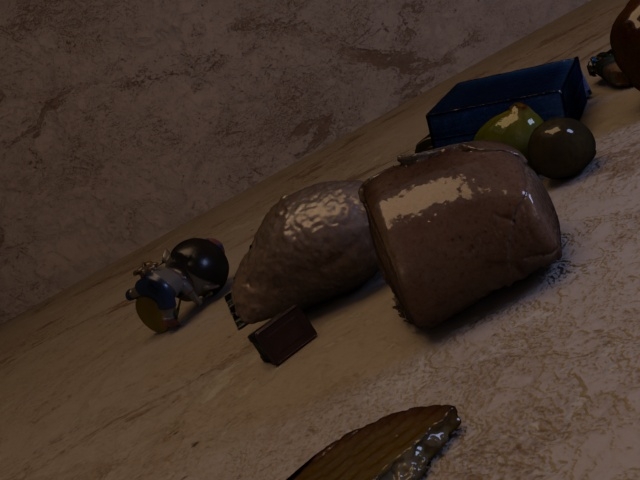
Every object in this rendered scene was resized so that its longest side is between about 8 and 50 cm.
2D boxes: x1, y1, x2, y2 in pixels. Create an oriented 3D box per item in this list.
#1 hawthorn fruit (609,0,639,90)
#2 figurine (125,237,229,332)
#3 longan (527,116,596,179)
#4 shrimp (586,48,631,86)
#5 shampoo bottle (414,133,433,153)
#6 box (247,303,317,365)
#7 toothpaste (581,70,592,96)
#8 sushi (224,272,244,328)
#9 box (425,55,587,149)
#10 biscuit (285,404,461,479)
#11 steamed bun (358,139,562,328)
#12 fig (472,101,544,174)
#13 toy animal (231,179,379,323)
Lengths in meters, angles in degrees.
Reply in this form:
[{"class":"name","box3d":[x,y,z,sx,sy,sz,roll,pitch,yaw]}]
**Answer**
[{"class":"hawthorn fruit","box3d":[0.614,-0.348,1.396,0.208,0.208,0.248,-23,-3,31]},{"class":"figurine","box3d":[-0.303,0.085,1.856,0.275,0.161,0.158,-37,-23,-41]},{"class":"longan","box3d":[0.385,-0.144,1.297,0.119,0.106,0.106,9,-12,-33]},{"class":"shrimp","box3d":[0.678,-0.392,1.706,0.222,0.054,0.290,-31,15,0]},{"class":"shampoo bottle","box3d":[0.353,-0.272,1.916,0.126,0.084,0.350,-8,23,45]},{"class":"box","box3d":[-0.061,0.144,1.241,0.085,0.060,0.063,-36,5,-24]},{"class":"toothpaste","box3d":[0.533,-0.348,1.842,0.053,0.066,0.272,-30,11,5]},{"class":"sushi","box3d":[-0.067,0.037,1.667,0.320,0.068,0.339,-31,12,-5]},{"class":"box","box3d":[0.376,-0.260,1.628,0.261,0.116,0.279,-9,21,27]},{"class":"biscuit","box3d":[0.032,0.224,0.741,0.229,0.031,0.176,-28,12,1]},{"class":"steamed bun","box3d":[0.170,-0.036,1.082,0.251,0.199,0.301,-28,11,7]},{"class":"fig","box3d":[0.333,-0.160,1.412,0.136,0.120,0.153,-15,-13,-36]},{"class":"toy animal","box3d":[0.006,-0.003,1.371,0.358,0.188,0.226,-25,18,21]}]
